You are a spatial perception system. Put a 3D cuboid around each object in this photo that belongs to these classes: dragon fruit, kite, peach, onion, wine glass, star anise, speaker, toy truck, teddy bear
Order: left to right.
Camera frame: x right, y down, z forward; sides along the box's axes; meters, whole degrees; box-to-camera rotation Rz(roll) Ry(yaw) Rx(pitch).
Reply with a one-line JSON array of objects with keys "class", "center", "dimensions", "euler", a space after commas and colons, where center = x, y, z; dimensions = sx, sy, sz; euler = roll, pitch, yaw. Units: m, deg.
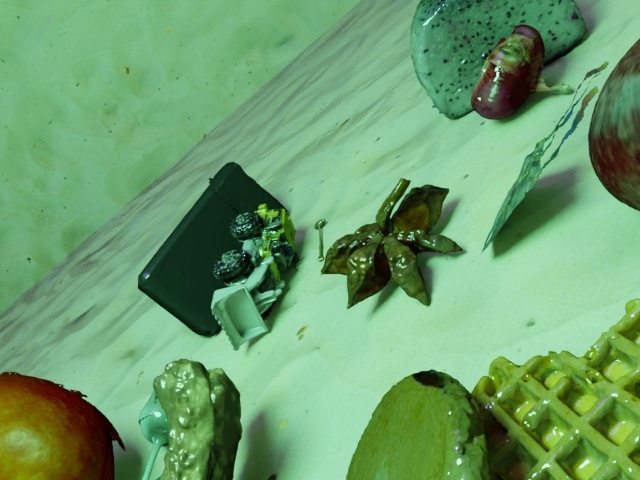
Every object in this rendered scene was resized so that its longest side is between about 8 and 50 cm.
[{"class": "peach", "center": [-0.441, 0.351, 0.758], "dimensions": [0.370, 0.370, 0.370], "euler": [-33, 27, 20]}, {"class": "teddy bear", "center": [-0.201, 0.298, 0.626], "dimensions": [0.223, 0.246, 0.295], "euler": [-9, 70, 3]}, {"class": "wine glass", "center": [-0.242, 0.299, 0.832], "dimensions": [0.079, 0.079, 0.195], "euler": [-30, 28, 24]}, {"class": "speaker", "center": [-0.229, 0.008, 1.168], "dimensions": [0.184, 0.180, 0.388], "euler": [-24, 30, 48]}, {"class": "toy truck", "center": [-0.107, 0.050, 0.971], "dimensions": [0.111, 0.136, 0.285], "euler": [-11, 36, 15]}, {"class": "star anise", "center": [0.093, 0.007, 0.788], "dimensions": [0.196, 0.111, 0.212], "euler": [-24, 38, 48]}, {"class": "dragon fruit", "center": [0.282, -0.389, 0.993], "dimensions": [0.283, 0.221, 0.203], "euler": [-33, 33, 24]}, {"class": "onion", "center": [0.317, -0.246, 0.867], "dimensions": [0.150, 0.140, 0.150], "euler": [-53, -16, -23]}, {"class": "kite", "center": [0.250, -0.090, 0.645], "dimensions": [0.141, 0.015, 0.245], "euler": [-58, -7, -41]}]

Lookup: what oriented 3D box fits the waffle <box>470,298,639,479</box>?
[{"class": "waffle", "center": [0.206, 0.154, 0.444], "dimensions": [0.253, 0.056, 0.249], "euler": [-13, 39, 49]}]

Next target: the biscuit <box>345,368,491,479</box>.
[{"class": "biscuit", "center": [0.072, 0.213, 0.469], "dimensions": [0.226, 0.042, 0.225], "euler": [-158, 90, -79]}]

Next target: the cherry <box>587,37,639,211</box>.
[{"class": "cherry", "center": [0.362, -0.116, 0.478], "dimensions": [0.300, 0.203, 0.230], "euler": [-29, 27, 57]}]

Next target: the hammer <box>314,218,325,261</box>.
[{"class": "hammer", "center": [0.000, 0.000, 1.027], "dimensions": [0.029, 0.014, 0.122], "euler": [-41, 27, 24]}]
